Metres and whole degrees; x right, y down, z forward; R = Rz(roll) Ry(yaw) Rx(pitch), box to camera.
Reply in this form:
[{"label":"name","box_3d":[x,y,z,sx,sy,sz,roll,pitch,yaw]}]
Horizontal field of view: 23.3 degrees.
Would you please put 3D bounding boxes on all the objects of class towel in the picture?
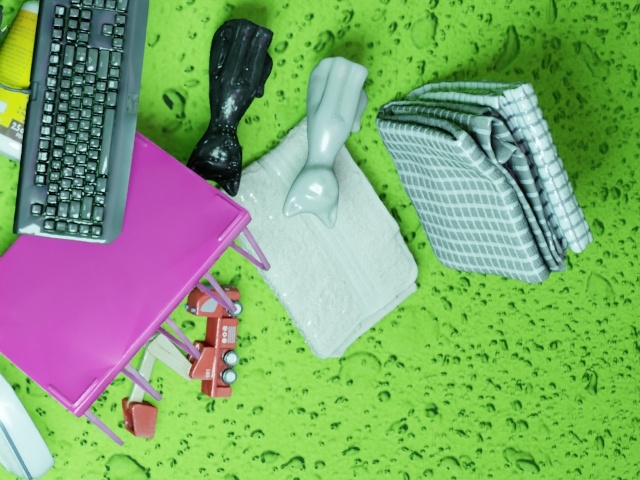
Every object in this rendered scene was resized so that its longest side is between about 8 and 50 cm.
[{"label":"towel","box_3d":[0.000,0.000,2.000,0.187,0.049,0.282,-40,111,-16]},{"label":"towel","box_3d":[0.195,-0.073,1.951,0.121,0.284,0.235,-30,107,-18]}]

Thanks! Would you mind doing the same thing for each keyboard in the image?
[{"label":"keyboard","box_3d":[-0.301,-0.162,1.713,0.202,0.033,0.317,6,86,-5]}]

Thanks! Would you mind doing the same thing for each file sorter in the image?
[{"label":"file sorter","box_3d":[-0.225,0.060,1.800,0.290,0.202,0.182,-50,155,-11]}]

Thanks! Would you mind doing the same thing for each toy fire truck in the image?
[{"label":"toy fire truck","box_3d":[-0.173,0.148,1.939,0.135,0.047,0.192,3,95,-24]}]

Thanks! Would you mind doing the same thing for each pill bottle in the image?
[{"label":"pill bottle","box_3d":[-0.315,-0.194,1.787,0.117,0.117,0.215,27,85,-26]}]

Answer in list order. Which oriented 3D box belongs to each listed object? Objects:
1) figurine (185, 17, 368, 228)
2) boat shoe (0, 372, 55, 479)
[{"label":"figurine","box_3d":[-0.050,-0.133,1.894,0.215,0.092,0.209,19,71,-18]},{"label":"boat shoe","box_3d":[-0.462,0.157,1.758,0.156,0.136,0.367,-40,108,-15]}]
